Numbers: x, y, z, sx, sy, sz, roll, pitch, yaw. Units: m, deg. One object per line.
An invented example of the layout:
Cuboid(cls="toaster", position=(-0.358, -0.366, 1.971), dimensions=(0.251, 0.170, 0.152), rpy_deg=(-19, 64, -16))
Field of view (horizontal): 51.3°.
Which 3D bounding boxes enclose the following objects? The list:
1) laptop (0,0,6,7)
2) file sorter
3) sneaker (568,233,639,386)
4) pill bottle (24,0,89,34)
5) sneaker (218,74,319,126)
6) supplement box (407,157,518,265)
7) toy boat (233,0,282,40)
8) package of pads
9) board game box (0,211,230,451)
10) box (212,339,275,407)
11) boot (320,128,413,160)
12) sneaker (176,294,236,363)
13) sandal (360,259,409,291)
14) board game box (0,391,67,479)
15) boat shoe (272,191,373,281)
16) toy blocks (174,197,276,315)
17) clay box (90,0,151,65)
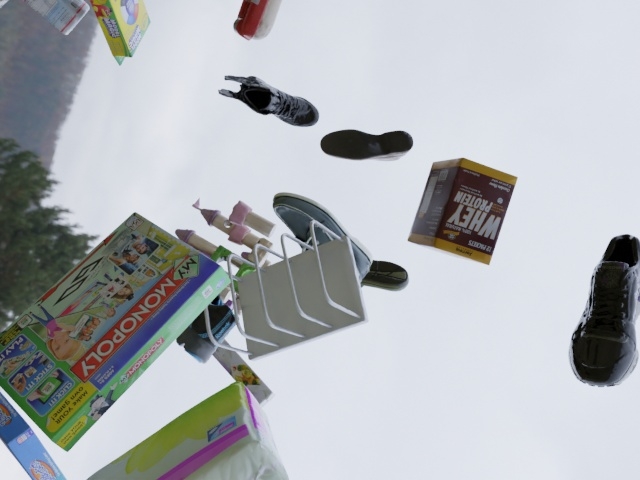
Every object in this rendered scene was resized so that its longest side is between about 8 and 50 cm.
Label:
Cuboid(cls="laptop", position=(-0.723, -0.481, 1.275), dimensions=(0.264, 0.136, 0.234), rpy_deg=(-14, -153, 40))
Cuboid(cls="file sorter", position=(-0.078, 0.101, 1.349), dimensions=(0.278, 0.173, 0.192), rpy_deg=(-22, -116, 20))
Cuboid(cls="sneaker", position=(0.463, 0.102, 1.081), dimensions=(0.107, 0.124, 0.283), rpy_deg=(2, -139, 35))
Cuboid(cls="pill bottle", position=(-0.593, -0.533, 1.450), dimensions=(0.087, 0.160, 0.087), rpy_deg=(-36, -150, 24))
Cuboid(cls="sneaker", position=(-0.080, -0.223, 1.082), dimensions=(0.051, 0.170, 0.089), rpy_deg=(-60, -167, 20))
Cuboid(cls="supplement box", position=(0.302, -0.064, 1.447), dimensions=(0.191, 0.129, 0.194), rpy_deg=(-158, -94, -80))
Cuboid(cls="toy boat", position=(-0.157, -0.559, 1.439), dimensions=(0.231, 0.151, 0.151), rpy_deg=(-68, -158, 14))
Cuboid(cls="package of pads", position=(-0.199, 0.334, 0.910), dimensions=(0.297, 0.101, 0.229), rpy_deg=(-33, -167, -6))
Cuboid(cls="board game box", position=(-0.314, 0.115, 0.969), dimensions=(0.214, 0.046, 0.317), rpy_deg=(27, -116, 33))
Cuboid(cls="box", position=(-0.270, 0.381, 2.070), dimensions=(0.063, 0.067, 0.324), rpy_deg=(-42, -109, -12))
Cuboid(cls="boot", position=(0.143, -0.294, 2.185), dimensions=(0.115, 0.305, 0.112), rpy_deg=(121, -34, -68))
Cuboid(cls="sneaker", position=(-0.298, 0.161, 1.581), dimensions=(0.140, 0.125, 0.341), rpy_deg=(-44, -142, -8))
Cuboid(cls="sandal", position=(0.118, 0.099, 1.945), dimensions=(0.303, 0.086, 0.120), rpy_deg=(21, -129, 33))
Cuboid(cls="board game box", position=(-0.533, 0.369, 1.198), dimensions=(0.160, 0.047, 0.210), rpy_deg=(26, -38, 37))
Cuboid(cls="boat shoe", position=(0.000, 0.000, 1.680), dimensions=(0.116, 0.319, 0.099), rpy_deg=(-24, -146, 49))
Cuboid(cls="toy blocks", position=(-0.305, 0.054, 1.844), dimensions=(0.288, 0.260, 0.309), rpy_deg=(-58, 171, -26))
Cuboid(cls="clay box", position=(-0.427, -0.497, 1.427), dimensions=(0.222, 0.053, 0.127), rpy_deg=(80, 20, -54))
